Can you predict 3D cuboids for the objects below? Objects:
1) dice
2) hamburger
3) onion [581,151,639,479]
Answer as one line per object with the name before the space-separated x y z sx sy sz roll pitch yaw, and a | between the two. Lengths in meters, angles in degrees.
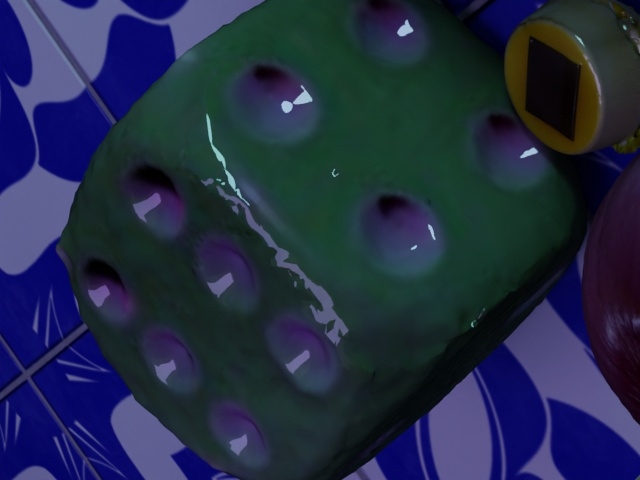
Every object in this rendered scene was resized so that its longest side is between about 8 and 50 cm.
dice | 0.000 0.000 1.443 0.322 0.330 0.318 46 143 10
hamburger | 0.209 -0.127 1.329 0.141 0.081 0.127 22 130 52
onion | 0.326 0.089 1.162 0.358 0.358 0.345 36 100 23
